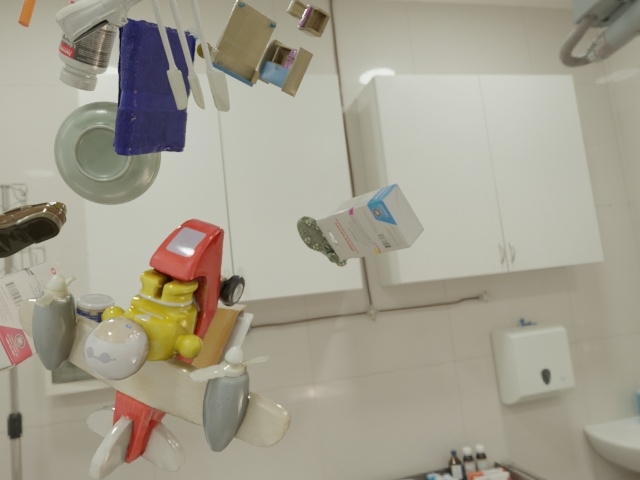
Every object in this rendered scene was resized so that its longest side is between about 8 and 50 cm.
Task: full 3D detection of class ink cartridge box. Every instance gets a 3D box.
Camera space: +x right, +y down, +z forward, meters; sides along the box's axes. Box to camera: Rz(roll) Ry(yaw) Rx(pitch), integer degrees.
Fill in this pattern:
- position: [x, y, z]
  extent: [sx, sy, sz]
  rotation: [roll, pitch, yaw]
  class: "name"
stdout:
- position: [0.088, -0.030, 0.939]
  extent: [0.181, 0.104, 0.061]
  rotation: [-14, 25, 48]
  class: "ink cartridge box"
- position: [-0.767, 0.187, 1.269]
  extent: [0.117, 0.207, 0.283]
  rotation: [-19, 8, 9]
  class: "ink cartridge box"

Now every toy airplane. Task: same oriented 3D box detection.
- position: [-0.281, 0.191, 0.785]
  extent: [0.386, 0.385, 0.272]
  rotation: [-24, -15, 4]
  class: "toy airplane"

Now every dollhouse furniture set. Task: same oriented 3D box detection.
- position: [-0.189, -0.604, 1.450]
  extent: [0.303, 0.286, 0.198]
  rotation: [16, 17, -39]
  class: "dollhouse furniture set"

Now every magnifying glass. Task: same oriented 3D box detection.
- position: [-0.867, -0.753, 1.503]
  extent: [0.026, 0.231, 0.092]
  rotation: [3, -13, 27]
  class: "magnifying glass"

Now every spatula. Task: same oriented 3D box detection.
- position: [-0.265, -0.380, 1.000]
  extent: [0.168, 0.242, 0.019]
  rotation: [15, 36, 37]
  class: "spatula"

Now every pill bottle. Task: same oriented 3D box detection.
- position: [-0.612, 0.238, 1.347]
  extent: [0.094, 0.170, 0.094]
  rotation: [9, 12, -2]
  class: "pill bottle"
- position: [-0.875, -0.737, 1.869]
  extent: [0.176, 0.319, 0.176]
  rotation: [22, 21, -9]
  class: "pill bottle"

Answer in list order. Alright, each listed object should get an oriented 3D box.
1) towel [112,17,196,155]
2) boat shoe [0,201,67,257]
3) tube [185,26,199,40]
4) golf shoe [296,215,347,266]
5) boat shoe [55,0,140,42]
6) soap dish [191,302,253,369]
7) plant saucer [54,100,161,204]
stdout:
- position: [-0.409, -0.365, 1.216]
  extent: [0.076, 0.308, 0.227]
  rotation: [19, 19, 20]
  class: "towel"
- position: [-0.864, -0.033, 1.413]
  extent: [0.307, 0.104, 0.111]
  rotation: [-11, -51, 3]
  class: "boat shoe"
- position: [-0.543, -0.745, 1.958]
  extent: [0.207, 0.052, 0.080]
  rotation: [-38, 12, 40]
  class: "tube"
- position: [0.000, 0.000, 1.303]
  extent: [0.069, 0.176, 0.086]
  rotation: [-47, 19, -1]
  class: "golf shoe"
- position: [-0.397, -0.427, 0.933]
  extent: [0.184, 0.063, 0.066]
  rotation: [-28, 16, -11]
  class: "boat shoe"
- position: [-0.267, 0.269, 1.283]
  extent: [0.118, 0.229, 0.291]
  rotation: [23, -7, -2]
  class: "soap dish"
- position: [-0.825, -0.334, 1.915]
  extent: [0.400, 0.401, 0.100]
  rotation: [-6, 9, -7]
  class: "plant saucer"
